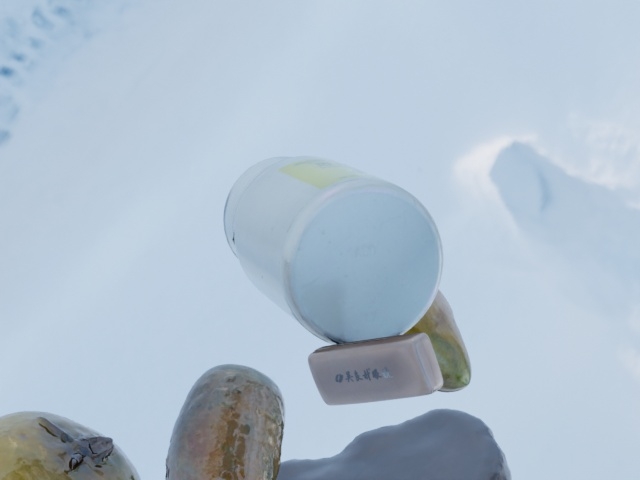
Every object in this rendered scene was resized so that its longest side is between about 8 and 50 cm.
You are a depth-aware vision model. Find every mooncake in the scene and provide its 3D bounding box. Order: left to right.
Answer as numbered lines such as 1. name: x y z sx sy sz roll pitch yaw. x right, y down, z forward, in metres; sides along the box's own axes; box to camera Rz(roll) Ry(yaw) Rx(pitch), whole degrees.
1. mooncake: 0.096 0.421 1.896 0.381 0.350 0.212 -12 107 12

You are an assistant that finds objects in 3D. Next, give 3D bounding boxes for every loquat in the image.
1. loquat: -0.438 0.443 2.036 0.328 0.328 0.359 19 113 -45

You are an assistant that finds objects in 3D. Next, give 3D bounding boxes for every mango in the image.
1. mango: 0.086 0.085 1.291 0.115 0.165 0.089 38 103 -23

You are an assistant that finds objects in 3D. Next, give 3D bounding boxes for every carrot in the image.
1. carrot: -0.112 0.284 1.483 0.139 0.138 0.302 51 32 -44

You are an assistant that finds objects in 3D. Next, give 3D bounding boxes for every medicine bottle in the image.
1. medicine bottle: 0.000 0.000 1.176 0.143 0.258 0.143 -3 100 -18

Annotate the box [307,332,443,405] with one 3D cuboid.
1. box: 0.040 0.099 1.007 0.025 0.115 0.048 -23 98 -46
